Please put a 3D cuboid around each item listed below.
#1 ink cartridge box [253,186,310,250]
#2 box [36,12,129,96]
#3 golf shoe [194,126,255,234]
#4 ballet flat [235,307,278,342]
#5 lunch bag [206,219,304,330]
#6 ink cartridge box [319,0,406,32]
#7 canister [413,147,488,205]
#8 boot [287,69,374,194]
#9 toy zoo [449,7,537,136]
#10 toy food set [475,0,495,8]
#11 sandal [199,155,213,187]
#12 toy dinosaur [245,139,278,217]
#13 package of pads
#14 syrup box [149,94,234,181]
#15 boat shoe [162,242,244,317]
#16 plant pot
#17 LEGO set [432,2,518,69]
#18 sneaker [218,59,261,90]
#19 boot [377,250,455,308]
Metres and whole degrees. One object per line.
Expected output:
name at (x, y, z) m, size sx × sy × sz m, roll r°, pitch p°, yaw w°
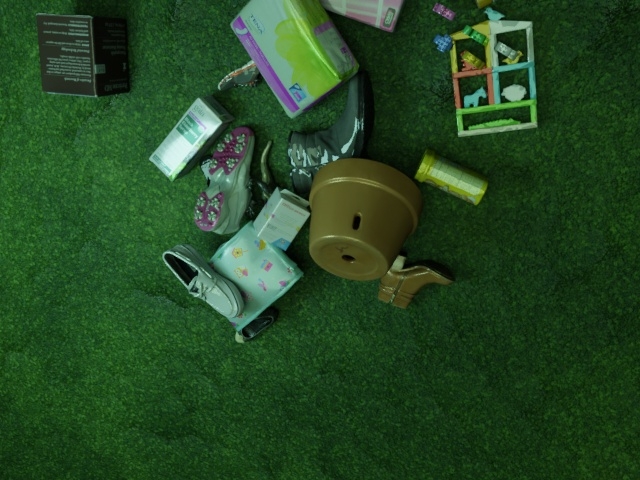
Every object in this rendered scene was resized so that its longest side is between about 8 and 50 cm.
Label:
ink cartridge box at (-0.099, -0.066, 1.600) m, size 0.092 × 0.090 × 0.143 m, roll 29°, pitch 105°, yaw -24°
box at (-0.634, -0.500, 1.625) m, size 0.167 × 0.168 × 0.203 m, roll 7°, pitch 109°, yaw 11°
golf shoe at (-0.242, -0.160, 1.665) m, size 0.115 × 0.140 × 0.306 m, roll 19°, pitch 86°, yaw 37°
ballet flat at (-0.199, 0.258, 1.824) m, size 0.173 × 0.049 × 0.057 m, roll -39°, pitch 94°, yaw 22°
lunch bag at (-0.198, 0.089, 1.712) m, size 0.223 × 0.160 × 0.262 m, roll 47°, pitch 118°, yaw -3°
ink cartridge box at (0.038, -0.650, 1.465) m, size 0.371 × 0.069 × 0.175 m, roll 23°, pitch 112°, yaw 9°
canister at (0.328, -0.159, 1.514) m, size 0.170 × 0.126 × 0.073 m, roll 25°, pitch 112°, yaw 4°
boot at (0.018, -0.272, 1.566) m, size 0.223 × 0.118 × 0.337 m, roll 8°, pitch 106°, yaw 17°
toy zoo at (0.417, -0.409, 1.460) m, size 0.193 × 0.030 × 0.293 m, roll -5°, pitch 106°, yaw 16°
toy food set at (0.371, -0.627, 1.349) m, size 0.105 × 0.111 × 0.232 m, roll -22°, pitch 70°, yaw 20°
sandal at (-0.295, -0.156, 1.719) m, size 0.067 × 0.040 × 0.179 m, roll -26°, pitch 100°, yaw 19°
toy dinosaur at (-0.151, -0.132, 1.661) m, size 0.064 × 0.118 × 0.268 m, roll 2°, pitch 110°, yaw 50°
package of pads at (-0.065, -0.480, 1.478) m, size 0.229 × 0.101 × 0.296 m, roll -25°, pitch 103°, yaw 49°
syrup box at (-0.354, -0.283, 1.664) m, size 0.093 × 0.096 × 0.237 m, roll 45°, pitch 113°, yaw -2°
boat shoe at (-0.321, 0.114, 1.632) m, size 0.267 × 0.088 × 0.096 m, roll 48°, pitch 120°, yaw 10°
plant pot at (0.094, -0.033, 1.501) m, size 0.291 × 0.203 × 0.290 m, roll 14°, pitch 150°, yaw 8°
LEGO set at (0.340, -0.455, 1.397) m, size 0.227 × 0.093 × 0.087 m, roll 32°, pitch 112°, yaw 3°
sneaker at (-0.200, -0.428, 1.599) m, size 0.158 × 0.061 × 0.064 m, roll -25°, pitch 106°, yaw 21°
boot at (0.259, 0.124, 1.654) m, size 0.197 × 0.073 × 0.152 m, roll 22°, pitch 111°, yaw 19°
